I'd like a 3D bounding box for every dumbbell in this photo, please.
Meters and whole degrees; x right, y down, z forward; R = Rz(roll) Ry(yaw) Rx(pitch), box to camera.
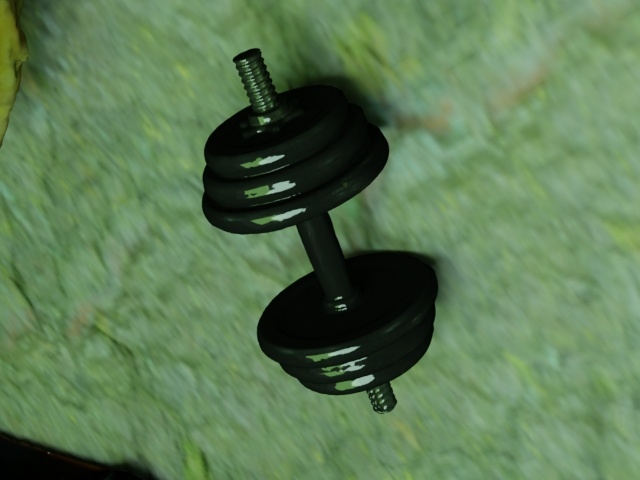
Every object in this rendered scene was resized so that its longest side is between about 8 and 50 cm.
[{"bbox_3d":[0.000,0.000,0.752,0.099,0.099,0.209,2,123,41],"label":"dumbbell"}]

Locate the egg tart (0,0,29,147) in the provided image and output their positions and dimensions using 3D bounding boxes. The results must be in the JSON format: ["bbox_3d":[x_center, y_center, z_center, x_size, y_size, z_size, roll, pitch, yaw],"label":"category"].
[{"bbox_3d":[-0.252,-0.166,0.830,0.288,0.118,0.288,22,133,25],"label":"egg tart"}]

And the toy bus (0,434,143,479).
[{"bbox_3d":[-0.239,0.203,1.138,0.408,0.093,0.092,10,135,38],"label":"toy bus"}]
